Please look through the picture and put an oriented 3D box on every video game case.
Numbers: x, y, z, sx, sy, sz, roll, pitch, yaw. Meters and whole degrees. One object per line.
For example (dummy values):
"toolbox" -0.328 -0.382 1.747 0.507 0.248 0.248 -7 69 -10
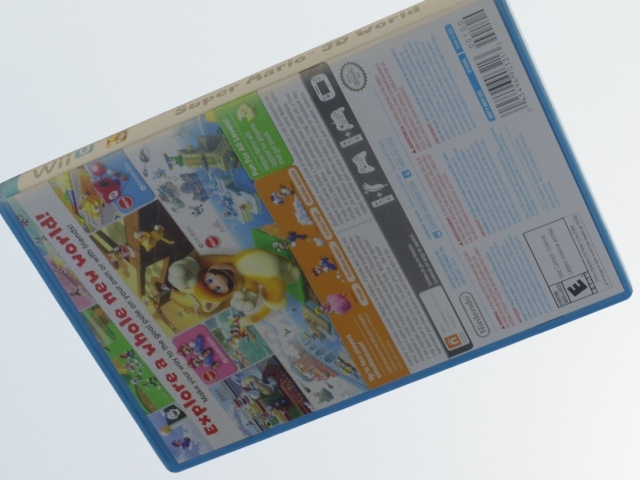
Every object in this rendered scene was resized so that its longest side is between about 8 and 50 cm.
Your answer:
"video game case" 0.000 0.000 0.558 0.166 0.119 0.015 -22 -150 11
